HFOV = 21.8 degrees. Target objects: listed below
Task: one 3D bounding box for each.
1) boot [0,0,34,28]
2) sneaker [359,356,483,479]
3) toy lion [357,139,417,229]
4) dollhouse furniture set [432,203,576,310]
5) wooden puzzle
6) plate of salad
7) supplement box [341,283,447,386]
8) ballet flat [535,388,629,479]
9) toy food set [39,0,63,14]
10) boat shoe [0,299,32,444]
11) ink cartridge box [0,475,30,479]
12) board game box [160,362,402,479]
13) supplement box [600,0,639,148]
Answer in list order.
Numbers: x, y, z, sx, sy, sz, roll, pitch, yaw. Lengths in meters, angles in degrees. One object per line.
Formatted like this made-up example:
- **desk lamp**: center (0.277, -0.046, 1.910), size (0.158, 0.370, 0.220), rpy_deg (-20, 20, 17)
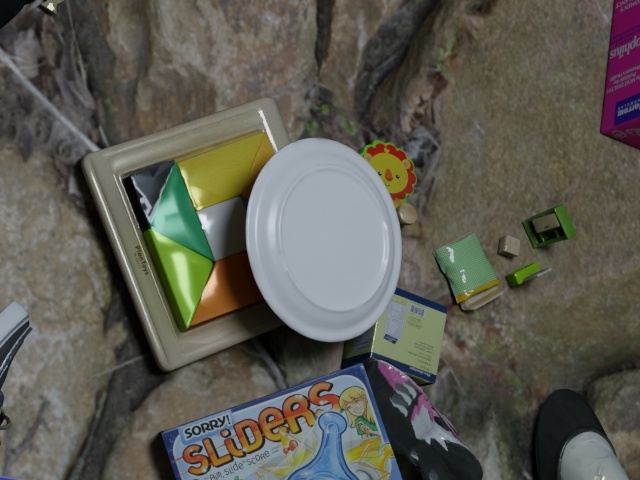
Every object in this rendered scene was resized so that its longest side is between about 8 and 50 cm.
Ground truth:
- **boot**: center (-0.379, -0.240, 1.461), size (0.246, 0.094, 0.207), rpy_deg (46, 55, -22)
- **sneaker**: center (0.086, 0.182, 1.664), size (0.072, 0.077, 0.178), rpy_deg (-36, 115, 3)
- **toy lion**: center (0.057, -0.058, 1.731), size (0.100, 0.034, 0.096), rpy_deg (1, 71, -31)
- **dollhouse furniture set**: center (0.203, 0.014, 1.785), size (0.152, 0.058, 0.076), rpy_deg (-25, 92, -34)
- **wooden puzzle**: center (-0.095, -0.012, 1.615), size (0.239, 0.044, 0.221), rpy_deg (-21, 90, -34)
- **plate of salad**: center (0.000, 0.000, 1.615), size (0.200, 0.048, 0.199), rpy_deg (7, 79, -40)
- **supplement box**: center (0.075, 0.099, 1.687), size (0.083, 0.056, 0.083), rpy_deg (21, 68, -26)
- **ballet flat**: center (0.284, 0.291, 1.747), size (0.095, 0.096, 0.280), rpy_deg (10, 73, -29)
- **toy food set**: center (-0.253, -0.283, 1.599), size (0.078, 0.019, 0.122), rpy_deg (40, 69, -17)
- **boat shoe**: center (-0.307, 0.157, 1.416), size (0.076, 0.080, 0.228), rpy_deg (39, 63, -8)
- **ink cartridge box**: center (-0.246, 0.311, 1.444), size (0.206, 0.045, 0.208), rpy_deg (13, 71, -28)
- **board game box**: center (-0.034, 0.210, 1.558), size (0.201, 0.035, 0.136), rpy_deg (-19, 88, -9)
- **supplement box**: center (0.413, -0.220, 1.941), size (0.114, 0.111, 0.220), rpy_deg (18, 69, -27)
